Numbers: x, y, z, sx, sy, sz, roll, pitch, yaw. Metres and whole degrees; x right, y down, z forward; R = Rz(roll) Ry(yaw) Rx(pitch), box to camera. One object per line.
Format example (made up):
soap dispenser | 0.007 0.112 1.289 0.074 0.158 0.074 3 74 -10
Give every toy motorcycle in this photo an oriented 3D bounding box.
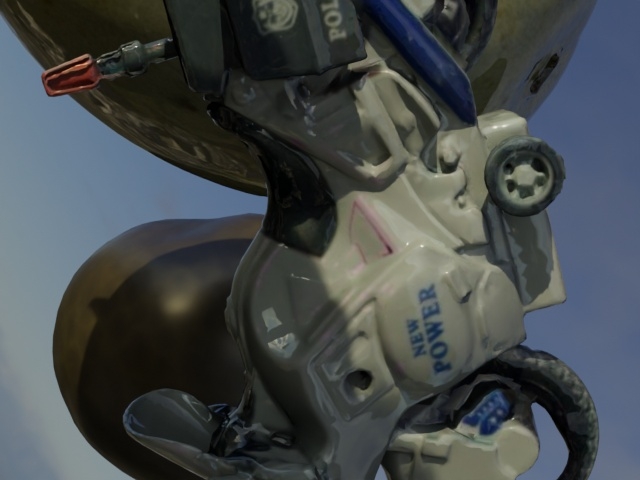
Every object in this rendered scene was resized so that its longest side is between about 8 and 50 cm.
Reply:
toy motorcycle | 0.000 0.000 0.498 0.102 0.150 0.221 -114 -171 -79

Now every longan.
longan | -0.074 0.076 1.079 0.198 0.212 0.198 164 -90 -84

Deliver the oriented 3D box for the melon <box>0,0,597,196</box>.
melon | -0.028 -0.165 0.716 0.330 0.268 0.268 36 -21 18
